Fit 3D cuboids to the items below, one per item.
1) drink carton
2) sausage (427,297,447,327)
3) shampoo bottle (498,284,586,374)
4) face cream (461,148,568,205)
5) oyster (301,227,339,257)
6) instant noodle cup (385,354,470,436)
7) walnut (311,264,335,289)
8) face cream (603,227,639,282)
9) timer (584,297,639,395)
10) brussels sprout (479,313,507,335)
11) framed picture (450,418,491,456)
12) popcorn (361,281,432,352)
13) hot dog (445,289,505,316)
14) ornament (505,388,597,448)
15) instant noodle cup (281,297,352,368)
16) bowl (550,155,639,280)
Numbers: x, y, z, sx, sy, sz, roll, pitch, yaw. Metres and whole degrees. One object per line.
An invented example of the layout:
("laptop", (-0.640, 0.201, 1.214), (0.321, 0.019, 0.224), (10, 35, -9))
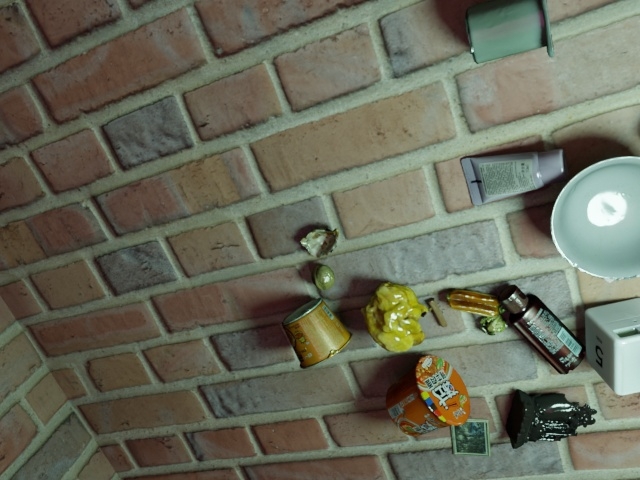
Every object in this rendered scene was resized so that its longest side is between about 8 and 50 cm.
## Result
("drink carton", (0.472, -0.538, 1.334), (0.190, 0.185, 0.191), (-6, 116, 29))
("sausage", (0.395, 0.245, 1.809), (0.026, 0.026, 0.116), (-23, 108, 23))
("shampoo bottle", (0.695, 0.274, 1.701), (0.323, 0.084, 0.129), (43, 83, -9))
("face cream", (0.550, -0.188, 1.530), (0.274, 0.096, 0.154), (-8, 116, 32))
("oyster", (0.010, 0.000, 1.773), (0.148, 0.051, 0.103), (-20, 113, 38))
("instant noodle cup", (0.357, 0.547, 1.853), (0.250, 0.250, 0.192), (41, 126, -7))
("walnut", (0.009, 0.125, 1.820), (0.092, 0.092, 0.092), (6, 117, 12))
("face cream", (0.885, 0.033, 1.560), (0.084, 0.057, 0.198), (39, 121, 3))
("timer", (0.917, 0.309, 1.586), (0.193, 0.194, 0.194), (-13, 113, 2))
("brussels sprout", (0.564, 0.278, 1.765), (0.085, 0.058, 0.085), (16, 125, 25))
("framed picture", (0.562, 0.739, 2.014), (0.142, 0.011, 0.183), (-3, 115, 16))
("popcorn", (0.243, 0.259, 1.764), (0.253, 0.190, 0.191), (43, 125, -13))
("hot dog", (0.500, 0.202, 1.741), (0.189, 0.055, 0.072), (11, 87, 4))
("ornament", (0.797, 0.624, 1.856), (0.261, 0.106, 0.251), (5, 124, 3))
("instant noodle cup", (-0.022, 0.313, 1.856), (0.216, 0.216, 0.172), (-29, 96, 25))
("bowl", (0.802, -0.080, 1.464), (0.346, 0.157, 0.345), (6, 115, 13))
